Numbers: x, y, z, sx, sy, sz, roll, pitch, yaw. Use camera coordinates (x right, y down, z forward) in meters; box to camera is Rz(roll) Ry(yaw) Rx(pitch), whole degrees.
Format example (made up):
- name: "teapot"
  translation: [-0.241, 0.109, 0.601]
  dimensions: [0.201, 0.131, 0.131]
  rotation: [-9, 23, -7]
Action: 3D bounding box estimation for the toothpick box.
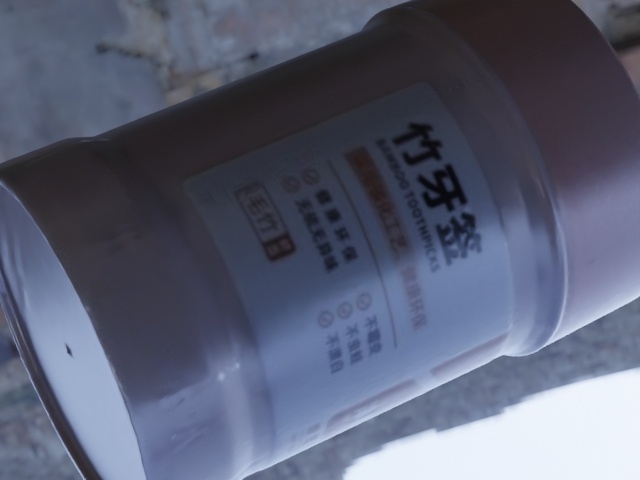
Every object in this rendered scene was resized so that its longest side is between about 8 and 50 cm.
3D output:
- name: "toothpick box"
  translation: [0.000, 0.000, 0.434]
  dimensions: [0.149, 0.098, 0.098]
  rotation: [-23, -157, -21]
